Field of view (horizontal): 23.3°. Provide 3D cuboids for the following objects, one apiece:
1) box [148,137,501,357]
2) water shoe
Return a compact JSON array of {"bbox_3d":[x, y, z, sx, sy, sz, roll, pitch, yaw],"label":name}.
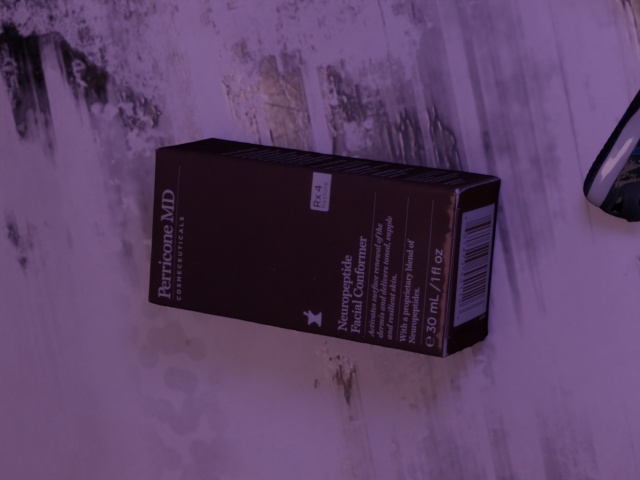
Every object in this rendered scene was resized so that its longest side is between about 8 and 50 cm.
[{"bbox_3d":[0.000,0.000,1.761,0.381,0.143,0.191,8,101,27],"label":"box"},{"bbox_3d":[0.355,-0.113,1.616,0.080,0.073,0.203,30,115,-3],"label":"water shoe"}]
